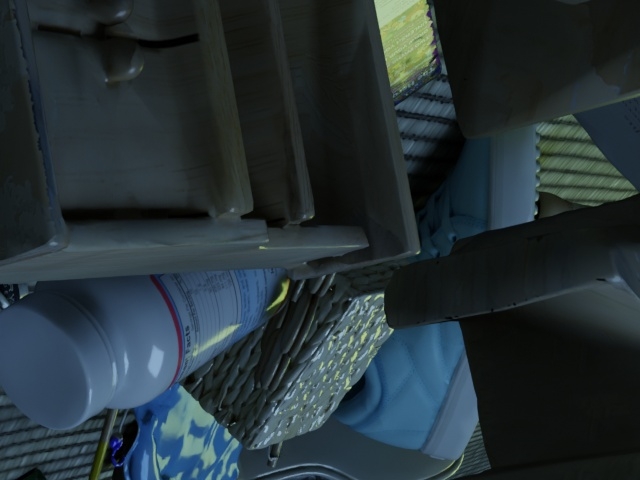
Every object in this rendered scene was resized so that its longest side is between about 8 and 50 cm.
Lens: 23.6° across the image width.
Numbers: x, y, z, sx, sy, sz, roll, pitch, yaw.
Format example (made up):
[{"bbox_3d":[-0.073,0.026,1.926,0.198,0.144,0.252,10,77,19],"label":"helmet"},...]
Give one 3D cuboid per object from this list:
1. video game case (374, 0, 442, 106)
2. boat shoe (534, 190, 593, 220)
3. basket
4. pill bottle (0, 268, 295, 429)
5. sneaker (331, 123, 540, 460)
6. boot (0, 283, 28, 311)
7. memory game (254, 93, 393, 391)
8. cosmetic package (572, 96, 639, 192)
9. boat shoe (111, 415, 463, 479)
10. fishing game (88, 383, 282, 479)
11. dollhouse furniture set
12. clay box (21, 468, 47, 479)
[{"bbox_3d":[-0.041,-0.077,0.850,0.232,0.042,0.210,-36,163,-1],"label":"video game case"},{"bbox_3d":[0.125,0.054,1.421,0.110,0.122,0.341,24,135,-30],"label":"boat shoe"},{"bbox_3d":[-0.018,0.058,1.103,0.113,0.103,0.167,-9,140,-56],"label":"basket"},{"bbox_3d":[-0.089,0.032,0.782,0.160,0.087,0.087,-32,165,-48],"label":"pill bottle"},{"bbox_3d":[0.081,0.041,1.251,0.150,0.135,0.366,10,126,-3],"label":"sneaker"},{"bbox_3d":[-0.201,0.032,0.783,0.123,0.095,0.258,-31,170,-45],"label":"boot"},{"bbox_3d":[0.000,0.000,0.864,0.186,0.012,0.186,-157,-90,-85],"label":"memory game"},{"bbox_3d":[0.224,-0.161,0.827,0.161,0.230,0.453,-36,163,-3],"label":"cosmetic package"},{"bbox_3d":[-0.030,0.193,1.395,0.335,0.112,0.095,-1,163,-29],"label":"boat shoe"},{"bbox_3d":[-0.097,0.135,1.213,0.264,0.041,0.189,-3,111,-59],"label":"fishing game"},{"bbox_3d":[0.075,-0.098,0.534,0.394,0.362,0.256,-14,174,31],"label":"dollhouse furniture set"},{"bbox_3d":[-0.274,0.279,1.310,0.127,0.053,0.222,-32,163,-19],"label":"clay box"}]
